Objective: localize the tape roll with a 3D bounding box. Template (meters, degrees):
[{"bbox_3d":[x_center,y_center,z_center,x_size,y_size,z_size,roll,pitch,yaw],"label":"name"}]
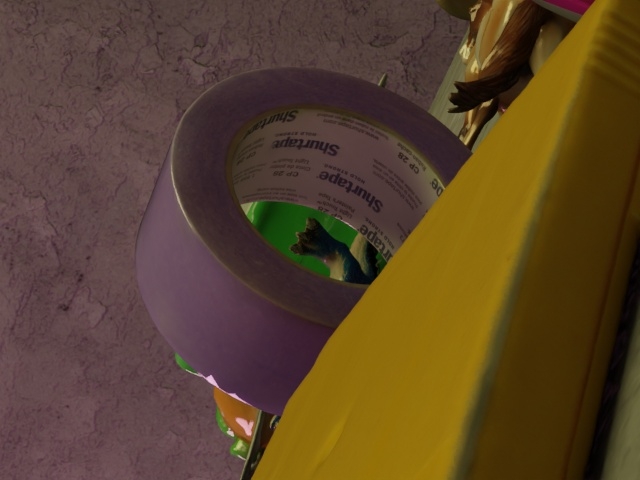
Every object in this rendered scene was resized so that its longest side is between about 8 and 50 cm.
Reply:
[{"bbox_3d":[0.000,0.000,0.969,0.189,0.189,0.080,-66,1,-47],"label":"tape roll"}]

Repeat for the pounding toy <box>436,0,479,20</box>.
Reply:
[{"bbox_3d":[0.187,-0.273,1.391,0.269,0.155,0.154,-61,-27,0],"label":"pounding toy"}]

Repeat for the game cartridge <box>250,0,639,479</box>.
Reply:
[{"bbox_3d":[0.024,0.087,0.665,0.285,0.052,0.324,-54,6,41],"label":"game cartridge"}]

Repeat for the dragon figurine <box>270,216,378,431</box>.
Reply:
[{"bbox_3d":[0.024,0.064,1.153,0.289,0.144,0.085,-35,-26,-51],"label":"dragon figurine"}]

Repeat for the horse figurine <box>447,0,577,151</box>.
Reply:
[{"bbox_3d":[0.115,-0.101,1.132,0.263,0.066,0.174,97,-168,-85],"label":"horse figurine"}]

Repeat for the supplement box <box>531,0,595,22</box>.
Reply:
[{"bbox_3d":[0.149,-0.225,0.902,0.114,0.111,0.220,-66,0,-84],"label":"supplement box"}]

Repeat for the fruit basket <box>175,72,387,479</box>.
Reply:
[{"bbox_3d":[-0.029,0.085,1.439,0.327,0.165,0.353,-66,-2,-45],"label":"fruit basket"}]
